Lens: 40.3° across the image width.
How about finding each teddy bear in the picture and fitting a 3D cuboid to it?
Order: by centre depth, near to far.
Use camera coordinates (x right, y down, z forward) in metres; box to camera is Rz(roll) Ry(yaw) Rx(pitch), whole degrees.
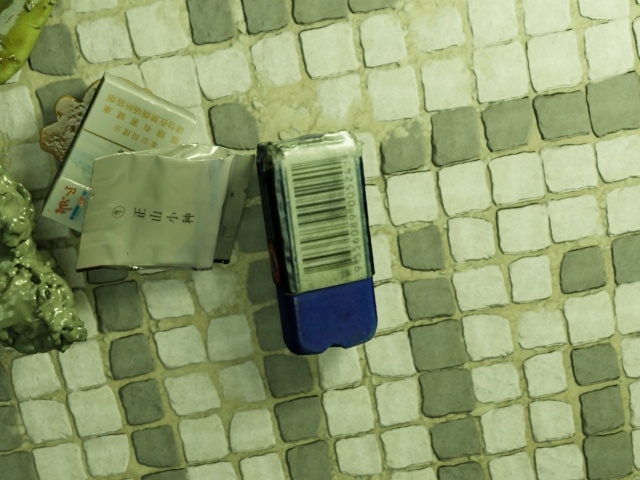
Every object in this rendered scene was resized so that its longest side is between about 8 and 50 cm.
[{"bbox_3d":[-0.501,0.036,1.268,0.368,0.224,0.357,53,141,-5],"label":"teddy bear"}]

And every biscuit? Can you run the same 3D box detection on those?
[{"bbox_3d":[-0.343,-0.179,1.335,0.133,0.027,0.184,37,101,-14],"label":"biscuit"}]

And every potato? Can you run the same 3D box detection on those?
[{"bbox_3d":[-0.466,-0.313,1.273,0.117,0.090,0.225,43,100,-9],"label":"potato"}]

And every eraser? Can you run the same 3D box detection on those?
[{"bbox_3d":[0.000,0.000,1.328,0.154,0.101,0.332,-11,106,-14],"label":"eraser"}]

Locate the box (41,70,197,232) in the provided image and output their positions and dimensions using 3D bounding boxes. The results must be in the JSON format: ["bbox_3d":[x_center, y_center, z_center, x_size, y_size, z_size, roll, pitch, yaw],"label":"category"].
[{"bbox_3d":[-0.304,-0.115,1.310,0.149,0.067,0.233,24,105,-20],"label":"box"}]

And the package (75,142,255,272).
[{"bbox_3d":[-0.232,-0.045,1.298,0.250,0.062,0.204,-3,124,-32],"label":"package"}]
